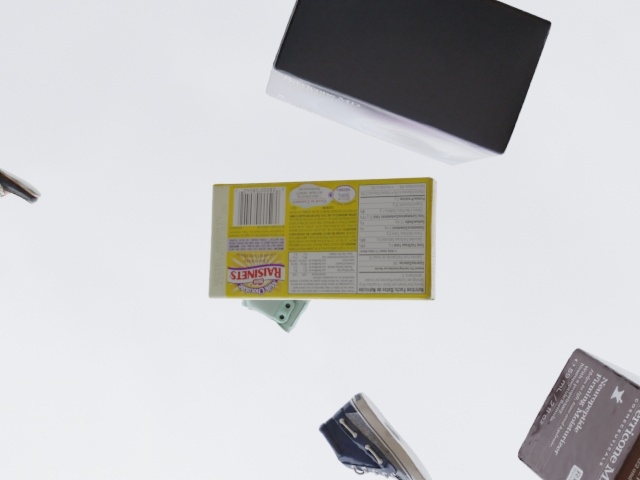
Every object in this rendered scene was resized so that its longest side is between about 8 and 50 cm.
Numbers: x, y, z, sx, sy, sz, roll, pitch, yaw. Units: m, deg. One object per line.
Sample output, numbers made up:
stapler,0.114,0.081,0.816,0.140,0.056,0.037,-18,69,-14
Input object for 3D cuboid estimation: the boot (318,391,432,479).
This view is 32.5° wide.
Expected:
boot,0.084,0.317,1.589,0.086,0.069,0.190,-39,-93,7

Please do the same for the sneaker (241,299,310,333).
sneaker,0.001,0.078,1.722,0.256,0.094,0.151,12,-87,5

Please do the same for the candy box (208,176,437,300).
candy box,0.000,0.000,0.957,0.206,0.027,0.105,0,-94,21

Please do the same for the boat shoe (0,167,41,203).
boat shoe,-0.457,-0.083,1.540,0.137,0.049,0.043,29,-91,4

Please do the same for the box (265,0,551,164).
box,0.094,-0.228,1.403,0.296,0.294,0.182,20,-91,-4

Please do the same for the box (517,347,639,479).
box,0.383,0.260,1.338,0.167,0.168,0.203,26,-176,-19
